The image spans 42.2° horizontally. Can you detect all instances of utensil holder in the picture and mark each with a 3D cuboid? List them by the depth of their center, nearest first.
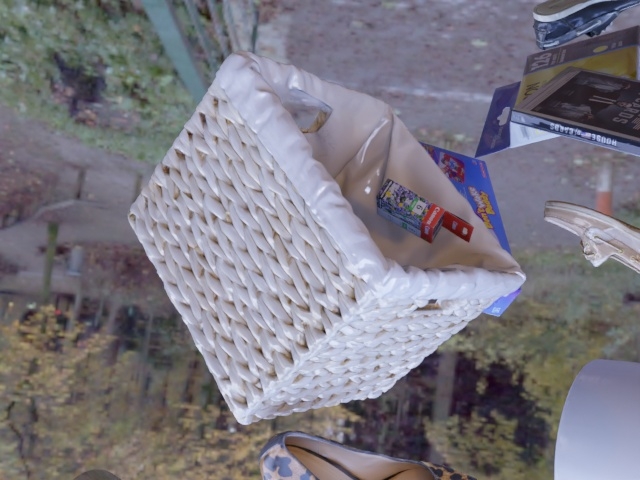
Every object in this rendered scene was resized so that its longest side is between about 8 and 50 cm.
[{"bbox_3d":[0.610,0.364,1.306,0.385,0.328,0.327,2,172,38],"label":"utensil holder"}]

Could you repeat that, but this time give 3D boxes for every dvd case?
[{"bbox_3d":[0.443,-0.201,1.273,0.238,0.030,0.179,23,-134,38],"label":"dvd case"}]

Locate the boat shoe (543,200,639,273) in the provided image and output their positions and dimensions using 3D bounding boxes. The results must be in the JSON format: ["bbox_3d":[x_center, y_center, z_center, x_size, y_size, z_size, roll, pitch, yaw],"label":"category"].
[{"bbox_3d":[0.338,0.004,0.977,0.170,0.059,0.063,25,-178,20],"label":"boat shoe"}]

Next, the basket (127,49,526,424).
[{"bbox_3d":[0.000,0.000,0.986,0.266,0.331,0.328,-45,154,25],"label":"basket"}]

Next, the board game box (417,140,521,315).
[{"bbox_3d":[0.217,-0.040,1.531,0.233,0.347,0.078,15,133,-17],"label":"board game box"}]

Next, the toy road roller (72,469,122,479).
[{"bbox_3d":[-0.472,0.505,1.363,0.240,0.329,0.202,45,157,-23],"label":"toy road roller"}]

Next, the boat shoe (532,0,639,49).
[{"bbox_3d":[0.489,-0.409,1.489,0.233,0.079,0.084,-20,-149,-9],"label":"boat shoe"}]

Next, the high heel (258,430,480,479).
[{"bbox_3d":[0.067,0.259,0.900,0.261,0.093,0.186,-3,141,6],"label":"high heel"}]

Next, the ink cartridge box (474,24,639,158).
[{"bbox_3d":[0.449,-0.286,1.562,0.307,0.072,0.304,-10,-149,27],"label":"ink cartridge box"}]

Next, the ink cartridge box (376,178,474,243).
[{"bbox_3d":[0.121,-0.025,0.974,0.115,0.029,0.063,31,167,13],"label":"ink cartridge box"}]
